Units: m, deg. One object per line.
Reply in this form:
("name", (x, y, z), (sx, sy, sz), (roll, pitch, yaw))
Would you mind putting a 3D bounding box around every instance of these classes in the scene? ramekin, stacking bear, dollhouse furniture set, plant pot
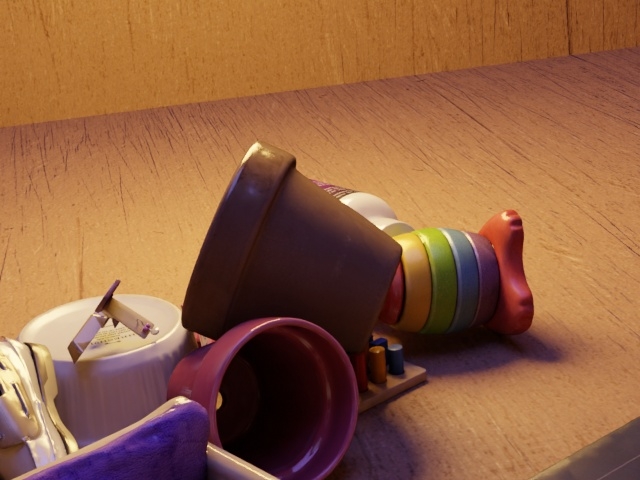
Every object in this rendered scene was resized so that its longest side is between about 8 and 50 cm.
("ramekin", (-0.280, 0.168, 1.643), (0.273, 0.127, 0.273), (-4, 19, 1))
("stacking bear", (0.129, 0.057, 1.759), (0.289, 0.175, 0.164), (-1, -15, -16))
("dollhouse furniture set", (-0.260, 0.128, 1.551), (0.081, 0.091, 0.114), (35, 50, -5))
("plant pot", (-0.085, 0.189, 1.474), (0.201, 0.201, 0.180), (-18, 9, -33))
("plant pot", (-0.024, 0.031, 1.591), (0.229, 0.263, 0.263), (21, 23, 3))

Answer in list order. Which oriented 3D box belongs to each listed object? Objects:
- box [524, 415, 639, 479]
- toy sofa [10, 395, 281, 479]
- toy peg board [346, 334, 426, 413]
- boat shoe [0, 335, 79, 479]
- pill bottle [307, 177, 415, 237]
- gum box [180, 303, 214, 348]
("box", (0.427, 0.308, 0.869), (0.480, 0.297, 0.472), (-20, 27, -36))
("toy sofa", (-0.207, 0.300, 1.193), (0.362, 0.177, 0.150), (-19, 24, -37))
("toy peg board", (0.030, 0.156, 1.677), (0.161, 0.079, 0.161), (-21, 26, -37))
("boat shoe", (-0.347, 0.228, 1.410), (0.103, 0.113, 0.302), (16, 28, -35))
("pill bottle", (0.000, 0.000, 1.962), (0.181, 0.181, 0.323), (-21, 25, -38))
("gum box", (-0.121, 0.131, 1.801), (0.107, 0.062, 0.188), (-13, 22, -22))
